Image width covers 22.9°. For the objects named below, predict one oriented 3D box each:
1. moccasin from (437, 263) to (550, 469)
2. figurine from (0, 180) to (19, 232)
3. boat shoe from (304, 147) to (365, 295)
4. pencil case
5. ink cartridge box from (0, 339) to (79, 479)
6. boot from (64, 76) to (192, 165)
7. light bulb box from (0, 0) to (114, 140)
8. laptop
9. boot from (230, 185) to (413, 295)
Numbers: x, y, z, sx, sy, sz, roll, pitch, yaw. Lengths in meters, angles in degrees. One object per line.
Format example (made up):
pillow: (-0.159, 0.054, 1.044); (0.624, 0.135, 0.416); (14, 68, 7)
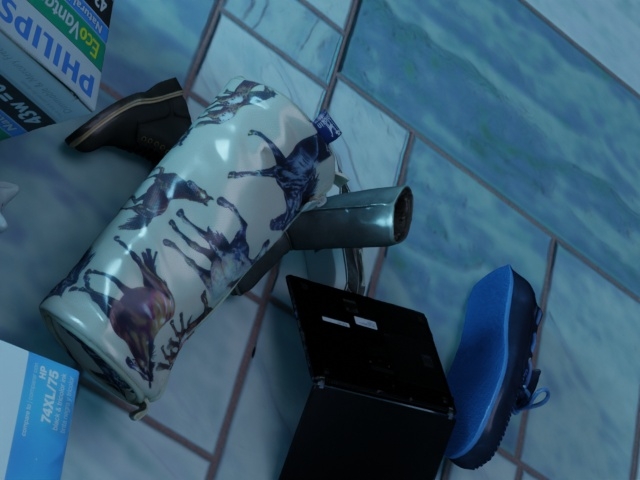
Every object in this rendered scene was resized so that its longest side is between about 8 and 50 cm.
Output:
moccasin: (0.257, 0.178, 2.162); (0.117, 0.137, 0.342); (42, 47, -22)
figurine: (-0.425, 0.002, 1.598); (0.209, 0.092, 0.215); (4, 45, 9)
boat shoe: (0.017, -0.023, 2.106); (0.070, 0.077, 0.219); (7, 72, -38)
pencil case: (-0.143, 0.004, 1.793); (0.183, 0.160, 0.410); (37, 67, 2)
ink cartridge box: (-0.409, 0.195, 1.519); (0.270, 0.198, 0.197); (26, 53, -30)
boot: (-0.212, -0.113, 1.955); (0.198, 0.077, 0.137); (-32, 95, -45)
light bulb box: (-0.408, -0.347, 1.719); (0.358, 0.225, 0.361); (45, 40, -47)
laptop: (0.041, 0.206, 2.009); (0.234, 0.136, 0.264); (17, 41, -35)
boot: (-0.001, -0.001, 1.980); (0.076, 0.208, 0.190); (75, 28, -45)
